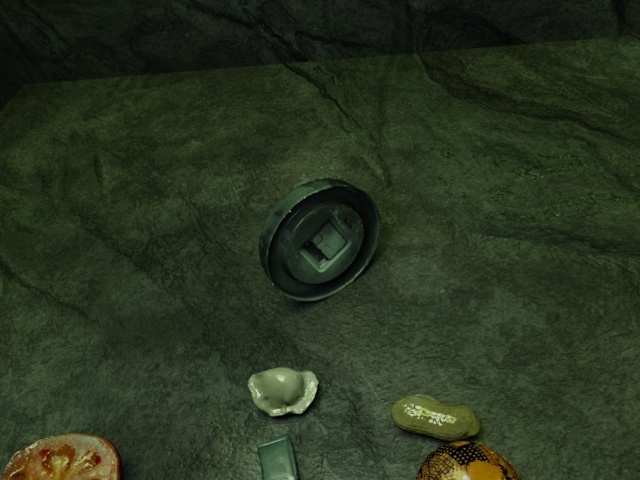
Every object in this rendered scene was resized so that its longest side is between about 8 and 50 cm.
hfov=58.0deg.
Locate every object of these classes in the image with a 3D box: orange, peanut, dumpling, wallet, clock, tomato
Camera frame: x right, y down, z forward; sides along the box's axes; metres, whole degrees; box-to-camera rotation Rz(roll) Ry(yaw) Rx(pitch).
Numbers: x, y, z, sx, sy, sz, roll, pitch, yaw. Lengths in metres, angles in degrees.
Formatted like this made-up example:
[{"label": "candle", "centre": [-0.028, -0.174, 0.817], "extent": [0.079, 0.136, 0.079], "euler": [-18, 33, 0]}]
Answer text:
[{"label": "orange", "centre": [0.314, 0.545, 1.226], "extent": [0.235, 0.182, 0.234], "euler": [-13, 51, 16]}, {"label": "peanut", "centre": [0.280, 0.433, 1.408], "extent": [0.215, 0.090, 0.098], "euler": [10, 21, 21]}, {"label": "dumpling", "centre": [-0.100, 0.402, 1.535], "extent": [0.188, 0.108, 0.127], "euler": [2, 72, -2]}, {"label": "wallet", "centre": [-0.104, 0.555, 1.436], "extent": [0.088, 0.026, 0.129], "euler": [-15, 44, -5]}, {"label": "clock", "centre": [0.000, 0.000, 1.696], "extent": [0.386, 0.386, 0.076], "euler": [-31, 41, -15]}, {"label": "tomato", "centre": [-0.622, 0.645, 1.407], "extent": [0.339, 0.143, 0.338], "euler": [-5, 45, 5]}]
